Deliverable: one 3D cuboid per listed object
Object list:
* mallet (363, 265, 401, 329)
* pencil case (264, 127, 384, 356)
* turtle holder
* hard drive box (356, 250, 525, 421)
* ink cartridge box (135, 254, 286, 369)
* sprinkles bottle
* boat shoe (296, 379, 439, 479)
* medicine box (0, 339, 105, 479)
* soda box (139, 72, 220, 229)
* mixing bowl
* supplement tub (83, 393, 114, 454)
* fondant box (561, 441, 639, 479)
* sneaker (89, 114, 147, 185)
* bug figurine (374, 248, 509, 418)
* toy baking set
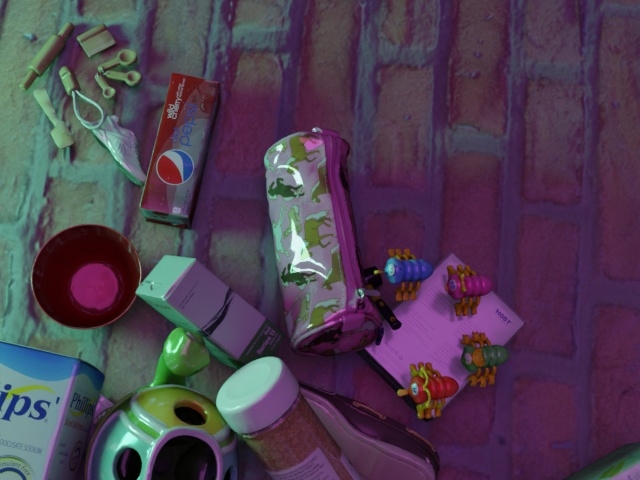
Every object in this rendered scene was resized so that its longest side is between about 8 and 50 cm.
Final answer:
[{"bbox_3d":[0.105,0.097,1.650,0.062,0.189,0.039,-26,119,-13],"label":"mallet"},{"bbox_3d":[0.000,0.000,1.628,0.167,0.160,0.386,-16,61,11],"label":"pencil case"},{"bbox_3d":[-0.220,0.326,1.506,0.243,0.227,0.320,38,70,-12],"label":"turtle holder"},{"bbox_3d":[0.203,0.165,1.669,0.232,0.089,0.181,-43,81,-12],"label":"hard drive box"},{"bbox_3d":[-0.181,0.119,1.585,0.208,0.153,0.087,42,73,-23],"label":"ink cartridge box"},{"bbox_3d":[-0.021,0.347,1.505,0.121,0.121,0.355,-37,113,-12],"label":"sprinkles bottle"},{"bbox_3d":[0.048,0.318,1.615,0.324,0.097,0.117,27,115,8],"label":"boat shoe"},{"bbox_3d":[-0.510,0.305,1.494,0.263,0.149,0.289,11,75,6],"label":"medicine box"},{"bbox_3d":[-0.248,-0.159,1.734,0.092,0.083,0.263,11,74,-1],"label":"soda box"},{"bbox_3d":[-0.390,0.072,1.654,0.181,0.098,0.181,1,74,-3],"label":"mixing bowl"},{"bbox_3d":[-0.391,0.301,1.606,0.071,0.071,0.107,39,76,7],"label":"supplement tub"},{"bbox_3d":[0.414,0.429,1.532,0.330,0.238,0.096,-27,78,-10],"label":"fondant box"},{"bbox_3d":[-0.351,-0.165,1.746,0.061,0.054,0.152,-36,79,-15],"label":"sneaker"},{"bbox_3d":[0.200,0.136,1.557,0.216,0.072,0.279,-6,78,-29],"label":"bug figurine"},{"bbox_3d":[-0.442,-0.293,1.765,0.196,0.030,0.256,28,68,14],"label":"toy baking set"}]
